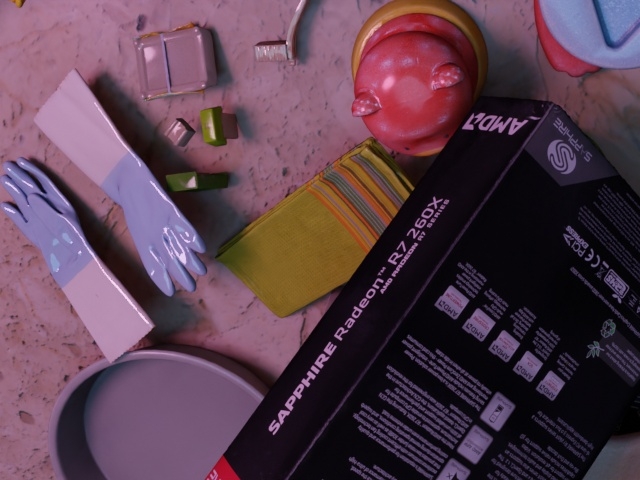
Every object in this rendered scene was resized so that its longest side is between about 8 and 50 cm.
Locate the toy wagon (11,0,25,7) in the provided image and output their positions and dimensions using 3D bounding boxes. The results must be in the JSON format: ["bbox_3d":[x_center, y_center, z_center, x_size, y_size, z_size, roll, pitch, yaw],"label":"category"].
[{"bbox_3d":[-0.351,-0.295,0.666,0.344,0.068,0.267,30,139,9],"label":"toy wagon"}]

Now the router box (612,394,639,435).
[{"bbox_3d":[0.223,0.181,0.821,0.243,0.081,0.309,13,115,4],"label":"router box"}]

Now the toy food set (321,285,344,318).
[{"bbox_3d":[0.020,0.228,0.804,0.092,0.220,0.306,1,114,10],"label":"toy food set"}]

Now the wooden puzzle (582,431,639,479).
[{"bbox_3d":[0.362,0.305,0.782,0.347,0.080,0.322,-2,117,-16],"label":"wooden puzzle"}]

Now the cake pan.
[{"bbox_3d":[-0.155,0.237,0.933,0.293,0.054,0.293,4,114,9],"label":"cake pan"}]

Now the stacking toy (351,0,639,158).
[{"bbox_3d":[0.196,-0.110,0.673,0.309,0.130,0.279,-29,105,21],"label":"stacking toy"}]

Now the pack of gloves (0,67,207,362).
[{"bbox_3d":[-0.211,-0.021,0.829,0.195,0.046,0.232,-38,87,34],"label":"pack of gloves"}]

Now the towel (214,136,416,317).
[{"bbox_3d":[0.000,0.000,0.776,0.102,0.021,0.237,48,133,-10],"label":"towel"}]

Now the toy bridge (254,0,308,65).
[{"bbox_3d":[-0.033,-0.243,0.716,0.063,0.026,0.188,-1,113,10],"label":"toy bridge"}]

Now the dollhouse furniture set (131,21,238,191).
[{"bbox_3d":[-0.121,-0.122,0.788,0.076,0.058,0.152,-7,93,21],"label":"dollhouse furniture set"}]

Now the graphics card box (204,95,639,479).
[{"bbox_3d":[0.108,0.107,0.622,0.233,0.094,0.371,38,85,-27],"label":"graphics card box"}]
